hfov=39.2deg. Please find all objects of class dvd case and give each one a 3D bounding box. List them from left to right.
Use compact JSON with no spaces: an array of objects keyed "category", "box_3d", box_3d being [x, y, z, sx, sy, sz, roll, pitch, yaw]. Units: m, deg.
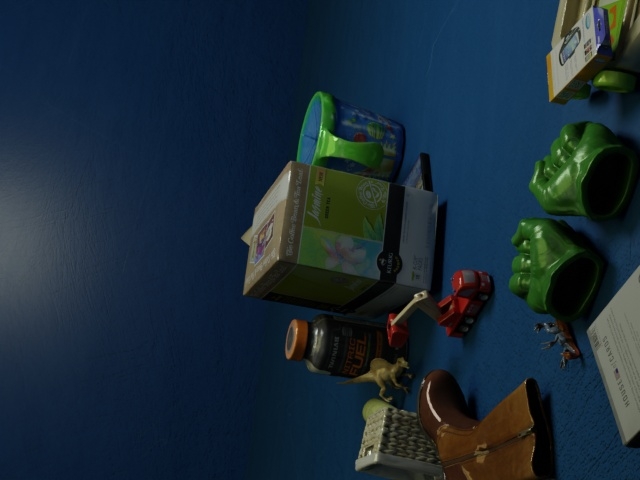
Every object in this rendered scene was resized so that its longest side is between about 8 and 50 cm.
[{"category":"dvd case","box_3d":[0.205,-0.044,1.978,0.180,0.022,0.253,118,158,-49]},{"category":"dvd case","box_3d":[0.401,0.104,1.050,0.179,0.029,0.239,-93,18,-44]}]

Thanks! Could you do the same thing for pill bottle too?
[{"category":"pill bottle","box_3d":[0.052,0.229,1.924,0.130,0.245,0.130,-170,90,-77]}]

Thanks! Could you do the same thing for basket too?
[{"category":"basket","box_3d":[0.160,0.363,1.569,0.113,0.167,0.103,129,155,-62]}]

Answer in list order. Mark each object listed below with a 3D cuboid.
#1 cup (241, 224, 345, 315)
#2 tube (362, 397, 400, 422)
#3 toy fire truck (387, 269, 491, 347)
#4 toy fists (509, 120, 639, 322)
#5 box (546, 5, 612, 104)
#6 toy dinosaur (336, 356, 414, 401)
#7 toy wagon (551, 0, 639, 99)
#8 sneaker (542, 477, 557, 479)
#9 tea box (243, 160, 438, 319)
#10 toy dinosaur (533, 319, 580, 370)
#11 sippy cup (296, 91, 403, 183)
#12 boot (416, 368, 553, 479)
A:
[{"category":"cup","box_3d":[0.000,0.000,2.278,0.237,0.331,0.331,-53,14,-2]},{"category":"tube","box_3d":[0.152,0.376,1.816,0.070,0.062,0.240,62,168,-14]},{"category":"toy fire truck","box_3d":[0.208,0.121,1.601,0.047,0.135,0.192,-94,19,-46]},{"category":"toy fists","box_3d":[0.340,-0.030,1.259,0.142,0.096,0.279,-115,36,-69]},{"category":"box","box_3d":[0.355,-0.254,1.222,0.136,0.028,0.081,131,147,-60]},{"category":"toy dinosaur","box_3d":[0.130,0.284,1.865,0.183,0.092,0.053,-26,18,36]},{"category":"toy wagon","box_3d":[0.419,-0.333,1.222,0.344,0.068,0.267,-159,79,-76]},{"category":"sneaker","box_3d":[0.329,0.351,1.119,0.078,0.067,0.188,-56,15,6]},{"category":"tea box","box_3d":[0.032,0.013,1.906,0.329,0.323,0.220,139,140,-67]},{"category":"toy dinosaur","box_3d":[0.339,0.135,1.265,0.082,0.047,0.090,27,96,57]},{"category":"sippy cup","box_3d":[0.077,-0.230,2.210,0.305,0.224,0.240,-93,18,-44]},{"category":"boot","box_3d":[0.248,0.280,1.406,0.280,0.096,0.264,120,156,-53]}]
